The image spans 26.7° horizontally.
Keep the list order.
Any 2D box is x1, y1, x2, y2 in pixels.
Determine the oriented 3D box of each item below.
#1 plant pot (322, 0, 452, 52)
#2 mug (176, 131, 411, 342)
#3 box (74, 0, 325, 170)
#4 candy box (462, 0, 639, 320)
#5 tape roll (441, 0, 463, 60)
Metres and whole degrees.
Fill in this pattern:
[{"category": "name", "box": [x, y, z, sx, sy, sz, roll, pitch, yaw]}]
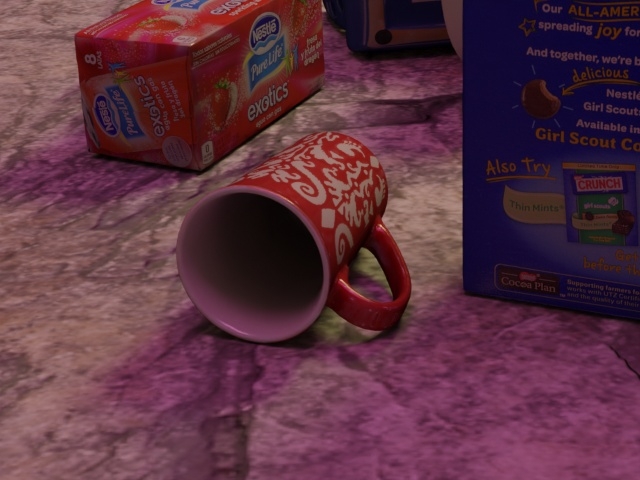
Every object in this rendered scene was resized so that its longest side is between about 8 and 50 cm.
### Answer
[{"category": "plant pot", "box": [0.119, -0.338, 1.506, 0.236, 0.236, 0.212, -5, 33, -4]}, {"category": "mug", "box": [-0.009, 0.003, 0.981, 0.113, 0.150, 0.169, -32, 8, 28]}, {"category": "box", "box": [-0.108, -0.173, 1.298, 0.128, 0.122, 0.257, 10, 28, 26]}, {"category": "candy box", "box": [0.238, -0.108, 0.907, 0.268, 0.317, 0.122, 9, 28, 22]}, {"category": "tape roll", "box": [0.228, -0.297, 1.343, 0.100, 0.286, 0.286, 13, 30, 30]}]
